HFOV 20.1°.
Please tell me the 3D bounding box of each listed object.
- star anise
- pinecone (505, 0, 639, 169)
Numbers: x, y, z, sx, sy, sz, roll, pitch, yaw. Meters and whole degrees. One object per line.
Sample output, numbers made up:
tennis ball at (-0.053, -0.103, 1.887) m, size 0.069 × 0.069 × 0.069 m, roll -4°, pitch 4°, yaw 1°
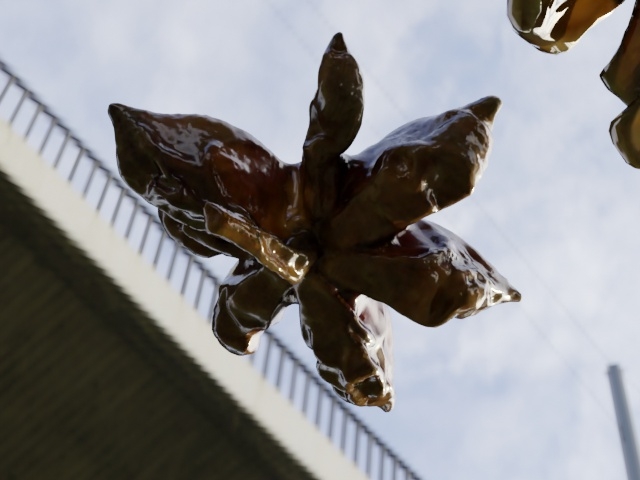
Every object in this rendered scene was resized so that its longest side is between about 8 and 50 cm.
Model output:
star anise at (-0.001, 0.001, 0.911) m, size 0.212 × 0.111 × 0.196 m, roll 0°, pitch -45°, yaw -5°
pinecone at (0.201, -0.169, 0.685) m, size 0.384 × 0.384 × 0.384 m, roll 1°, pitch -64°, yaw 2°
